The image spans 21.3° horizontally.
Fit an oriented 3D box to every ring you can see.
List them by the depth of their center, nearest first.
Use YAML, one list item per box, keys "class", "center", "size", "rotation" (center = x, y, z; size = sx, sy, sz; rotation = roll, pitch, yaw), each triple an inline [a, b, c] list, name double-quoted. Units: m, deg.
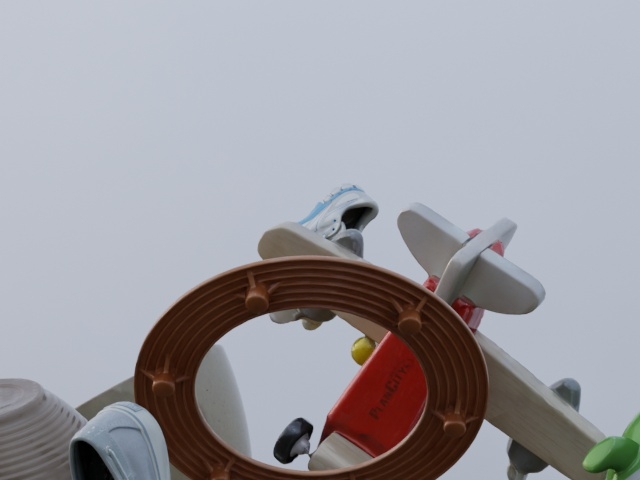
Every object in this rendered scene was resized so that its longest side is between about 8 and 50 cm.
- class: "ring"
  center: [-0.009, 0.150, 1.597]
  size: [0.336, 0.032, 0.336]
  rotation: [1, -51, 1]

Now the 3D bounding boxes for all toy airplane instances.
- class: "toy airplane"
  center: [0.129, 0.134, 2.027]
  size: [0.384, 0.386, 0.272]
  rotation: [-14, -4, 22]

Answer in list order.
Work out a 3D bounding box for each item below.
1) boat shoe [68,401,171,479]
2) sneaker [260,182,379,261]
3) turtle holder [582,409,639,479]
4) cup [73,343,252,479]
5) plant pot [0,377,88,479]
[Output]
- class: "boat shoe"
  center: [-0.154, 0.244, 1.346]
  size: [0.079, 0.227, 0.081]
  rotation: [-3, 14, 36]
- class: "sneaker"
  center: [0.000, 0.000, 2.243]
  size: [0.071, 0.190, 0.083]
  rotation: [50, -10, -27]
- class: "turtle holder"
  center: [0.461, 0.239, 1.808]
  size: [0.243, 0.320, 0.227]
  rotation: [16, -20, 50]
- class: "cup"
  center: [-0.220, 0.320, 2.257]
  size: [0.331, 0.237, 0.331]
  rotation: [-28, -9, -5]
- class: "plant pot"
  center: [-0.324, 0.208, 1.686]
  size: [0.237, 0.110, 0.237]
  rotation: [-8, 16, 2]
